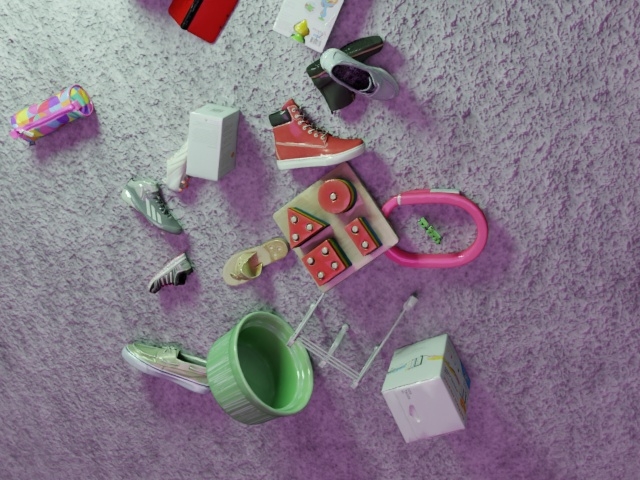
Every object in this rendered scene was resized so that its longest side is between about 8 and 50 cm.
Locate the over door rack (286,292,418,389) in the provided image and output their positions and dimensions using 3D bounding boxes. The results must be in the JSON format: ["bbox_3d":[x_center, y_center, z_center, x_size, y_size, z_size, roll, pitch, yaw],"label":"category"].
[{"bbox_3d":[0.090,0.219,1.990,0.239,0.108,0.324,33,101,1],"label":"over door rack"}]

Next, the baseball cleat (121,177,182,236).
[{"bbox_3d":[-0.467,-0.101,2.028,0.206,0.072,0.109,34,109,-3],"label":"baseball cleat"}]

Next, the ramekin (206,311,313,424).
[{"bbox_3d":[-0.175,0.366,2.010,0.148,0.303,0.303,-31,100,31],"label":"ramekin"}]

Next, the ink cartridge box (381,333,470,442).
[{"bbox_3d":[0.289,0.395,1.922,0.168,0.232,0.171,-21,104,22],"label":"ink cartridge box"}]

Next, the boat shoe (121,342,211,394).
[{"bbox_3d":[-0.458,0.373,2.203,0.302,0.109,0.094,23,99,-4],"label":"boat shoe"}]

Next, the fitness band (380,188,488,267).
[{"bbox_3d":[0.287,-0.028,1.859,0.291,0.054,0.209,0,111,17],"label":"fitness band"}]

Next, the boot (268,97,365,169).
[{"bbox_3d":[-0.013,-0.281,1.828,0.244,0.088,0.176,-4,108,20],"label":"boot"}]

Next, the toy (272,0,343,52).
[{"bbox_3d":[-0.006,-0.590,1.720,0.137,0.056,0.237,27,108,4],"label":"toy"}]

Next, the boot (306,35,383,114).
[{"bbox_3d":[0.082,-0.410,1.771,0.198,0.077,0.137,-20,120,17],"label":"boot"}]

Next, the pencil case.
[{"bbox_3d":[-0.750,-0.350,1.995,0.236,0.104,0.104,-21,104,21],"label":"pencil case"}]

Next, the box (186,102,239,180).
[{"bbox_3d":[-0.282,-0.260,1.883,0.091,0.130,0.170,13,113,9],"label":"box"}]

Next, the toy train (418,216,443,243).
[{"bbox_3d":[0.282,-0.025,1.827,0.024,0.017,0.083,-41,98,16],"label":"toy train"}]

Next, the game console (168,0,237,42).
[{"bbox_3d":[-0.300,-0.601,1.821,0.124,0.085,0.144,51,118,27],"label":"game console"}]

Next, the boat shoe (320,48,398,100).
[{"bbox_3d":[0.100,-0.378,1.706,0.227,0.081,0.079,19,124,-32],"label":"boat shoe"}]

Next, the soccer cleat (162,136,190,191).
[{"bbox_3d":[-0.382,-0.221,1.962,0.076,0.068,0.196,30,118,6],"label":"soccer cleat"}]

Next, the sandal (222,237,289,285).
[{"bbox_3d":[-0.198,0.069,2.014,0.240,0.079,0.088,-29,100,23],"label":"sandal"}]

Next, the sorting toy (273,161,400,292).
[{"bbox_3d":[0.028,-0.031,1.865,0.257,0.089,0.255,-36,83,20],"label":"sorting toy"}]

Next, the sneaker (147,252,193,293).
[{"bbox_3d":[-0.438,0.113,2.106,0.170,0.063,0.075,-41,90,20],"label":"sneaker"}]
